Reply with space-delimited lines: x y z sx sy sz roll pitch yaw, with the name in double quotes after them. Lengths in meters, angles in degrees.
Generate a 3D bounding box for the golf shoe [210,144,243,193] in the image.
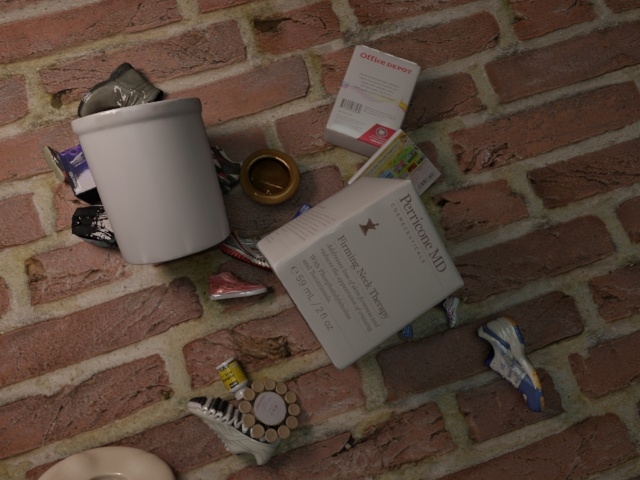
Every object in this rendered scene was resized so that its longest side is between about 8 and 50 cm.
-0.377 -0.259 1.429 0.273 0.105 0.120 34 60 2 "golf shoe"

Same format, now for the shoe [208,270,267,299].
-0.255 0.132 1.372 0.178 0.063 0.081 -7 86 1 "shoe"

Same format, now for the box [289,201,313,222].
0.000 0.000 1.419 0.225 0.036 0.136 38 81 3 "box"

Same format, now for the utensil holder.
-0.444 -0.164 1.226 0.328 0.327 0.384 -12 106 -4 "utensil holder"

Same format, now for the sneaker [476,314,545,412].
0.574 0.382 1.361 0.131 0.112 0.296 -22 80 12 "sneaker"

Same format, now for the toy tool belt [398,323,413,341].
0.261 0.269 1.378 0.052 0.051 0.083 -9 81 -4 "toy tool belt"

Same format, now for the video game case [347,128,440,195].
0.231 -0.194 1.393 0.227 0.026 0.206 -46 115 8 "video game case"

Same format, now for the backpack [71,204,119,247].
-0.652 -0.040 1.359 0.182 0.115 0.151 4 69 -1 "backpack"

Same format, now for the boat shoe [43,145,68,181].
-0.830 -0.243 1.422 0.137 0.049 0.043 53 40 9 "boat shoe"

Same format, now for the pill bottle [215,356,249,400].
-0.255 0.409 1.326 0.065 0.065 0.116 -32 84 -7 "pill bottle"

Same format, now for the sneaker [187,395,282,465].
-0.257 0.545 1.289 0.292 0.110 0.118 25 89 2 "sneaker"

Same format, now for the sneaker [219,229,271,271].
-0.192 0.034 1.380 0.226 0.088 0.092 22 79 1 "sneaker"

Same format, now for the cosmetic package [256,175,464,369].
0.089 0.061 1.221 0.394 0.327 0.329 -33 106 -8 "cosmetic package"

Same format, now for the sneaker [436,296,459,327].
0.392 0.220 1.402 0.069 0.038 0.098 13 71 1 "sneaker"

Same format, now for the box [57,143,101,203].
-0.670 -0.228 1.392 0.207 0.108 0.153 -26 83 -7 "box"

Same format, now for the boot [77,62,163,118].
-0.643 -0.443 1.447 0.161 0.083 0.246 43 83 -1 "boot"

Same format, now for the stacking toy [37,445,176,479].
-0.582 0.831 1.161 0.351 0.350 0.478 11 97 -1 "stacking toy"

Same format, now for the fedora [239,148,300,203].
-0.158 -0.195 1.424 0.195 0.079 0.194 -1 78 3 "fedora"

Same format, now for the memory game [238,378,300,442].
-0.145 0.486 1.289 0.186 0.012 0.186 17 44 -17 "memory game"

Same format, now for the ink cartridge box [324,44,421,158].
0.166 -0.438 1.452 0.226 0.131 0.305 21 80 1 "ink cartridge box"
